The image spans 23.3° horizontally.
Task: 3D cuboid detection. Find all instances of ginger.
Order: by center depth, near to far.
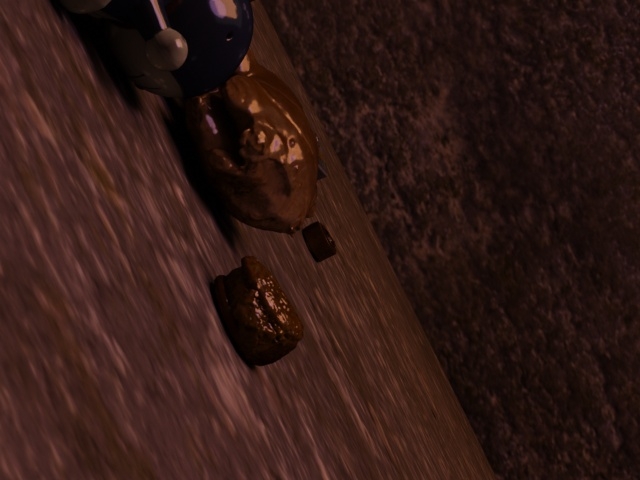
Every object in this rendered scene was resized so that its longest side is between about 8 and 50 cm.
[{"bbox_3d":[-0.111,-0.142,1.780,0.236,0.166,0.375,36,1,-30],"label":"ginger"}]

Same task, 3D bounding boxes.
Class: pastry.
[{"bbox_3d":[-0.060,0.067,1.463,0.097,0.057,0.109,55,6,-23],"label":"pastry"}]

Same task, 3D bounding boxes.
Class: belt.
[{"bbox_3d":[0.000,0.000,2.386,0.059,0.036,0.083,62,5,-1],"label":"belt"}]

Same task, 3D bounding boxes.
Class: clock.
[{"bbox_3d":[-0.161,-0.231,1.475,0.243,0.146,0.199,42,17,-55],"label":"clock"}]

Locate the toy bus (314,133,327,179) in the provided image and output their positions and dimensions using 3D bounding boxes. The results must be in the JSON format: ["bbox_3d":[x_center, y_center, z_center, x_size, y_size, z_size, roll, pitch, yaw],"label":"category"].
[{"bbox_3d":[-0.035,-0.147,2.624,0.190,0.064,0.075,36,40,-77],"label":"toy bus"}]
